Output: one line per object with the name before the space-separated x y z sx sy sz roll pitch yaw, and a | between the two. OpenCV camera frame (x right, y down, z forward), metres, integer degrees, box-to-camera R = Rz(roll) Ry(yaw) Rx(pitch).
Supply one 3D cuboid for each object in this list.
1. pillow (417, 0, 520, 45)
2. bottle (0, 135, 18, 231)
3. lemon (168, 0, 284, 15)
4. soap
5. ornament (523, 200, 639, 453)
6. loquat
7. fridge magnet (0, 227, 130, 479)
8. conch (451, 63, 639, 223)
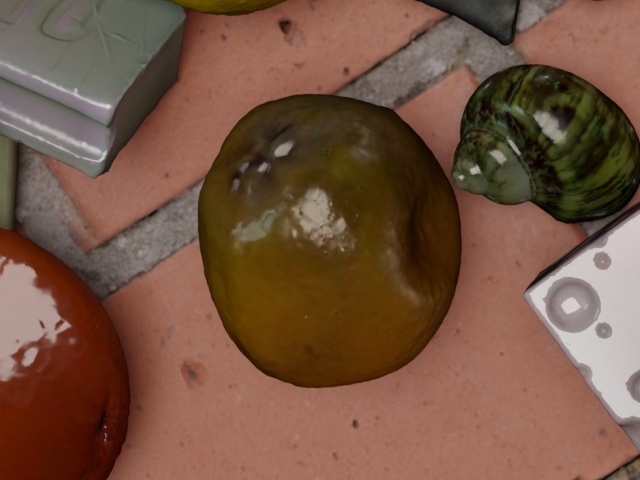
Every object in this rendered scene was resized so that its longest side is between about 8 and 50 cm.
pillow | 0.150 -0.341 1.901 0.186 0.106 0.249 26 118 12
bottle | -0.362 -0.097 2.037 0.072 0.072 0.201 3 93 10
lemon | -0.083 -0.366 1.883 0.322 0.268 0.268 -28 88 10
soap | -0.328 -0.222 1.952 0.347 0.208 0.115 24 135 9
ornament | 0.367 0.069 1.835 0.240 0.239 0.239 -36 87 11
loquat | 0.000 0.000 1.871 0.276 0.276 0.284 -25 131 10
fridge magnet | -0.373 0.148 1.992 0.364 0.155 0.363 3 107 11
conch | 0.226 -0.089 1.910 0.181 0.124 0.187 -25 97 13
